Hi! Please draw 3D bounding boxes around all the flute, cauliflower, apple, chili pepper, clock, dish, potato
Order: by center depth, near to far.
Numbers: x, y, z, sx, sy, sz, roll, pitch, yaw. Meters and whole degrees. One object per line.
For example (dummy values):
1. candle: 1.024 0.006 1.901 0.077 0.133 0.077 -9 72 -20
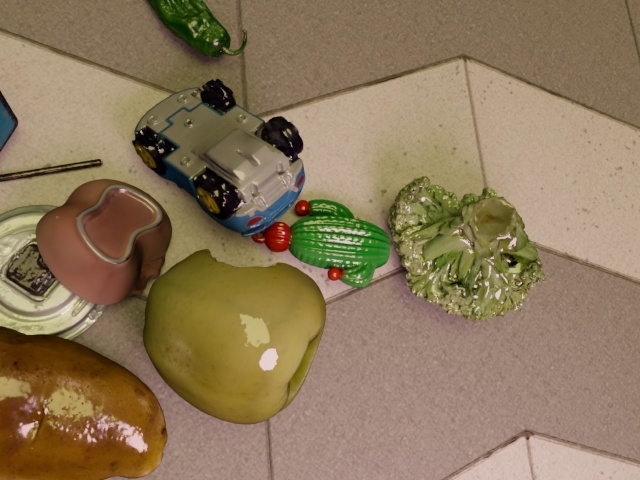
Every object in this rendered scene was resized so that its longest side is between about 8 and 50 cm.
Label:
1. potato: -0.398 0.244 0.867 0.369 0.176 0.195 19 43 -15
2. apple: -0.125 0.142 0.920 0.279 0.279 0.279 4 74 -16
3. clock: -0.445 0.050 0.958 0.236 0.053 0.236 4 75 -16
4. dish: -0.325 -0.013 0.958 0.213 0.090 0.213 16 58 -27
5. flute: -0.500 -0.108 1.005 0.269 0.014 0.014 -13 79 -20
6. cauliflower: 0.273 0.006 1.084 0.275 0.250 0.272 -5 75 -14
7. chili pepper: -0.252 -0.429 1.137 0.100 0.074 0.257 -40 89 -22

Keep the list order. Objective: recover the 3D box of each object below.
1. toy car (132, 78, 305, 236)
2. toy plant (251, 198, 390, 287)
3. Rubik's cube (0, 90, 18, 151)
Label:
1. toy car: -0.173 -0.138 1.041 0.314 0.166 0.198 33 63 25
2. toy plant: 0.010 -0.008 1.098 0.240 0.088 0.155 26 57 3
3. Rubik's cube: -0.654 -0.169 0.808 0.313 0.316 0.318 25 72 -5
